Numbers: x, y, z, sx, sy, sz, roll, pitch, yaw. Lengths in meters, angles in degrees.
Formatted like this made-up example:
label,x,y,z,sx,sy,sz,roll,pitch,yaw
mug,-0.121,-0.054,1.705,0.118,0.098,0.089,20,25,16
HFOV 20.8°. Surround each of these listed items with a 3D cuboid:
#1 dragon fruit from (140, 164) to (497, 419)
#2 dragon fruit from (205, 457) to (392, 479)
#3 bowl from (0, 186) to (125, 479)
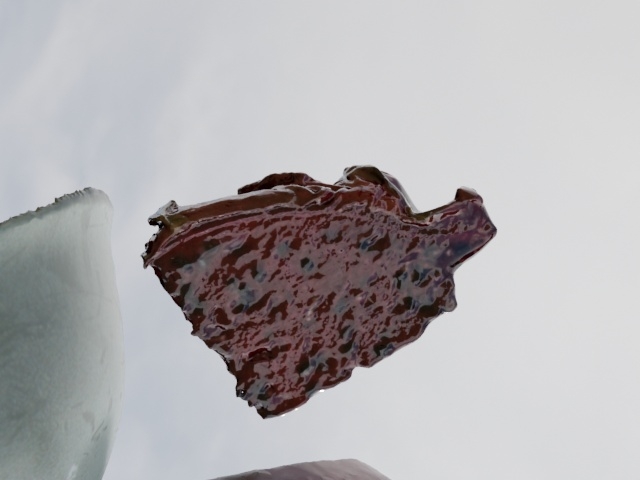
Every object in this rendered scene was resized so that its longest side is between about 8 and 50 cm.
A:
label,x,y,z,sx,sy,sz,roll,pitch,yaw
dragon fruit,-0.002,-0.001,0.705,0.131,0.097,0.063,-29,-159,-4
dragon fruit,-0.092,0.218,0.938,0.344,0.100,0.282,-17,-144,-8
bowl,-0.194,0.119,0.821,0.313,0.146,0.313,-34,176,-3
